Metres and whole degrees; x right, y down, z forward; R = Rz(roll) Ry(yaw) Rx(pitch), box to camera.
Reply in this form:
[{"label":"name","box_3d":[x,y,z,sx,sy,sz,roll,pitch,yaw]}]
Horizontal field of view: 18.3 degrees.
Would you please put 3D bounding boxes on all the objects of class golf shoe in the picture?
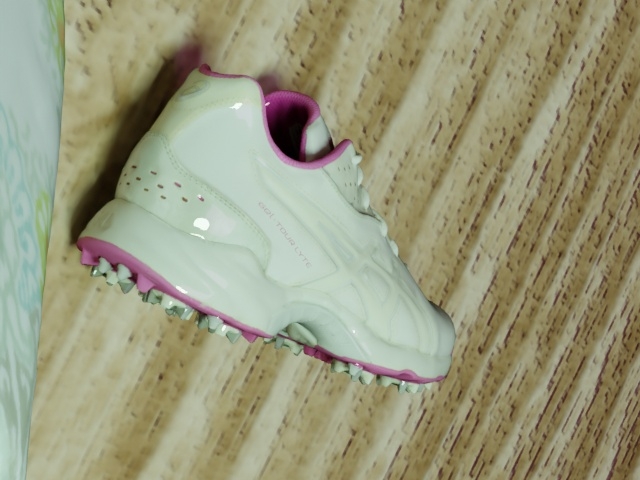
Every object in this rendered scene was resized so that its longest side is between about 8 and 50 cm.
[{"label":"golf shoe","box_3d":[0.000,0.000,1.111,0.306,0.115,0.140,25,85,-55]}]

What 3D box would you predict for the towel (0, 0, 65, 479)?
[{"label":"towel","box_3d":[-0.178,-0.118,0.692,0.320,0.090,0.374,-91,167,-50]}]
